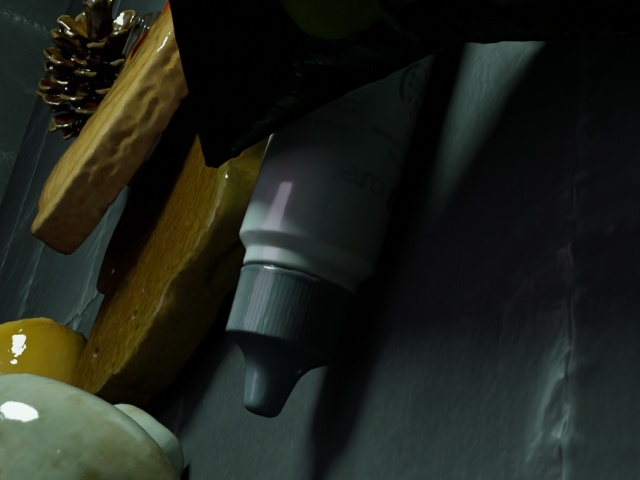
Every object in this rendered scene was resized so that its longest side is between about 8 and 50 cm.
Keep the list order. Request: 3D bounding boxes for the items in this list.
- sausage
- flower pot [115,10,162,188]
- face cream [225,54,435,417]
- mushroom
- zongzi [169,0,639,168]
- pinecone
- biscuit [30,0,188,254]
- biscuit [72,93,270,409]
[{"bbox_3d":[-0.284,0.250,1.023,0.116,0.134,0.354,-10,61,13],"label":"sausage"},{"bbox_3d":[-0.227,-0.193,1.386,0.251,0.084,0.179,-67,22,1],"label":"flower pot"},{"bbox_3d":[0.006,-0.041,0.674,0.092,0.092,0.311,-16,55,64],"label":"face cream"},{"bbox_3d":[-0.177,0.199,0.770,0.243,0.243,0.243,-50,28,39],"label":"mushroom"},{"bbox_3d":[-0.013,-0.203,0.546,0.319,0.383,0.362,-30,1,-45],"label":"zongzi"},{"bbox_3d":[-0.310,-0.246,1.522,0.185,0.169,0.212,42,123,53],"label":"pinecone"},{"bbox_3d":[-0.160,-0.186,1.113,0.455,0.078,0.350,-60,18,-19],"label":"biscuit"},{"bbox_3d":[-0.135,-0.001,0.998,0.381,0.074,0.359,-66,18,11],"label":"biscuit"}]
